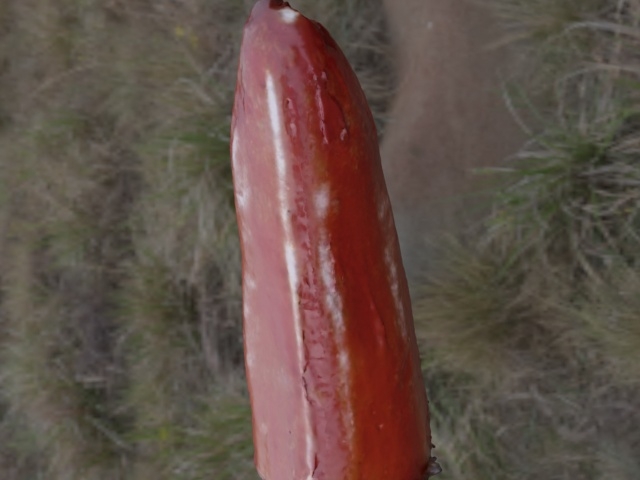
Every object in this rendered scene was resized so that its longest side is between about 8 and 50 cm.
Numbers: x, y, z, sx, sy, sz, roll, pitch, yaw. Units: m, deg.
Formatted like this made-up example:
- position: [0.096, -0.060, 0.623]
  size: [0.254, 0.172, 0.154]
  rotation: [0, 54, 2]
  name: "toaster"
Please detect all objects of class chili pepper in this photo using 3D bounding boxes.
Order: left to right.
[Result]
- position: [-0.002, 0.002, 0.384]
  size: [0.088, 0.064, 0.169]
  rotation: [-92, -6, -64]
  name: "chili pepper"
